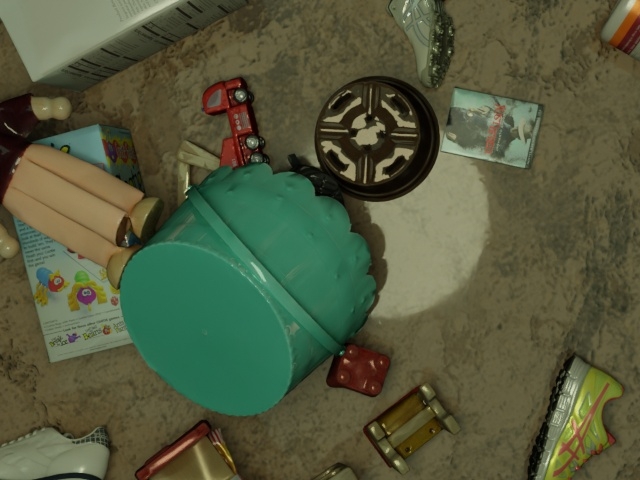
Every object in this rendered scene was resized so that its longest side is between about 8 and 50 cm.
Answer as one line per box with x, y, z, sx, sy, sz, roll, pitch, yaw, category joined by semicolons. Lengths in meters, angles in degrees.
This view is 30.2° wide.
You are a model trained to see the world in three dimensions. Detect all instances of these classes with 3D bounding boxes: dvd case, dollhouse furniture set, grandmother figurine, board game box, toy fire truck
0.223;-0.146;1.538;0.119;0.013;0.087;13;94;5;dvd case
-0.034;0.271;1.540;0.374;0.152;0.201;-35;88;-10;dollhouse furniture set
-0.361;-0.083;1.422;0.342;0.104;0.208;25;87;3;grandmother figurine
-0.298;0.001;1.538;0.144;0.142;0.275;-14;91;8;board game box
-0.139;-0.108;1.564;0.135;0.047;0.192;-14;90;8;toy fire truck

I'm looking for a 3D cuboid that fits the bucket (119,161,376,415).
-0.091;0.061;1.420;0.281;0.183;0.281;17;127;23;bucket

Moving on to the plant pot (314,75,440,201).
0.064;-0.130;1.481;0.166;0.165;0.167;0;93;7;plant pot

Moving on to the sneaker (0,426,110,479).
-0.393;0.303;1.601;0.235;0.090;0.095;-3;64;14;sneaker

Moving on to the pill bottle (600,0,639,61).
0.467;-0.247;1.451;0.221;0.121;0.121;31;95;4;pill bottle

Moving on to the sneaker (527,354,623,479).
0.327;0.259;1.511;0.094;0.081;0.209;19;94;3;sneaker

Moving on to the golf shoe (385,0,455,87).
0.126;-0.283;1.528;0.086;0.069;0.176;2;90;26;golf shoe

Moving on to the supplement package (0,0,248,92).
-0.262;-0.338;1.491;0.262;0.198;0.199;-27;90;7;supplement package

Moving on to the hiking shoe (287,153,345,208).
0.000;0.000;1.537;0.086;0.114;0.227;-12;118;-11;hiking shoe
